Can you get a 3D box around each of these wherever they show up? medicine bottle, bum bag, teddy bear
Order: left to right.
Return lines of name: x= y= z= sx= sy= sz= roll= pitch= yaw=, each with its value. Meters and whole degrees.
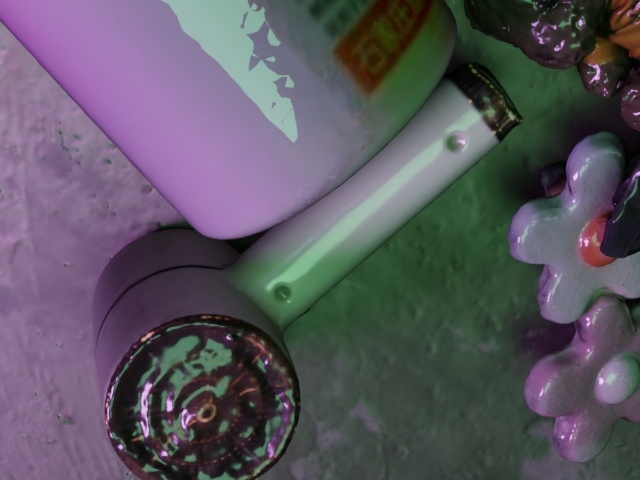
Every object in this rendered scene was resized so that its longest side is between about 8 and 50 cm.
medicine bottle: x=-0.113 y=-0.203 z=0.955 sx=0.219 sy=0.219 sz=0.388 roll=-38 pitch=109 yaw=14
teddy bear: x=0.189 y=-0.161 z=1.034 sx=0.190 sy=0.177 sz=0.140 roll=6 pitch=68 yaw=-5
bum bag: x=0.267 y=-0.046 z=1.093 sx=0.198 sy=0.049 sz=0.087 roll=-18 pitch=135 yaw=-30

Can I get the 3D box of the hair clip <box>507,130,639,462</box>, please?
hair clip: x=0.197 y=0.039 z=1.142 sx=0.146 sy=0.075 sz=0.257 roll=-23 pitch=114 yaw=-28

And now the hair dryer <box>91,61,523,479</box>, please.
hair dryer: x=0.000 y=0.000 z=1.072 sx=0.362 sy=0.203 sz=0.128 roll=-41 pitch=109 yaw=3
